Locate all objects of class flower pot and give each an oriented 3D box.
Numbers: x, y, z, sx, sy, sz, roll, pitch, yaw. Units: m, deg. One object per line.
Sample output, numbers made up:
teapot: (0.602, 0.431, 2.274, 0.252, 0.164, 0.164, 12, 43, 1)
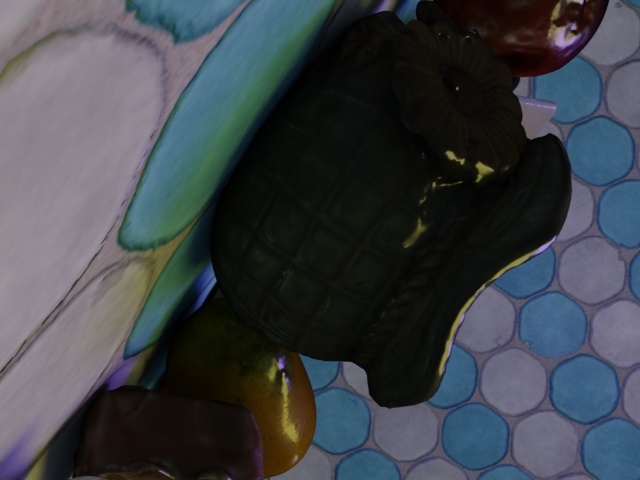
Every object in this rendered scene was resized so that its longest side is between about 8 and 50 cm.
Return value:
flower pot: (0.063, -0.033, 0.729, 0.302, 0.213, 0.302, -54, 176, -5)

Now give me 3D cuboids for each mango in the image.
mango: (-0.078, 0.136, 0.868, 0.120, 0.151, 0.221, -45, 141, -32)

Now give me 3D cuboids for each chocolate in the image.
chocolate: (-0.136, 0.193, 0.764, 0.214, 0.148, 0.093, 120, -29, -49)

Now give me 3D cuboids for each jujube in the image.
jujube: (0.192, -0.268, 0.840, 0.168, 0.168, 0.236, 107, 0, -77)

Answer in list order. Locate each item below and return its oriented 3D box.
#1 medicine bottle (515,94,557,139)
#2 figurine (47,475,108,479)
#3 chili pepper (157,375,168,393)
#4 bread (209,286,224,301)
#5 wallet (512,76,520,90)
medicine bottle: (0.229, -0.145, 1.624, 0.235, 0.236, 0.406, -53, 176, -30)
figurine: (-0.187, 0.196, 0.579, 0.130, 0.109, 0.178, -25, -172, 34)
chili pepper: (-0.133, 0.173, 0.989, 0.084, 0.086, 0.192, -25, -146, 57)
bread: (-0.089, 0.049, 0.954, 0.110, 0.024, 0.110, -55, 175, -8)
wallet: (0.130, -0.172, 0.951, 0.250, 0.149, 0.044, -41, 139, -66)
